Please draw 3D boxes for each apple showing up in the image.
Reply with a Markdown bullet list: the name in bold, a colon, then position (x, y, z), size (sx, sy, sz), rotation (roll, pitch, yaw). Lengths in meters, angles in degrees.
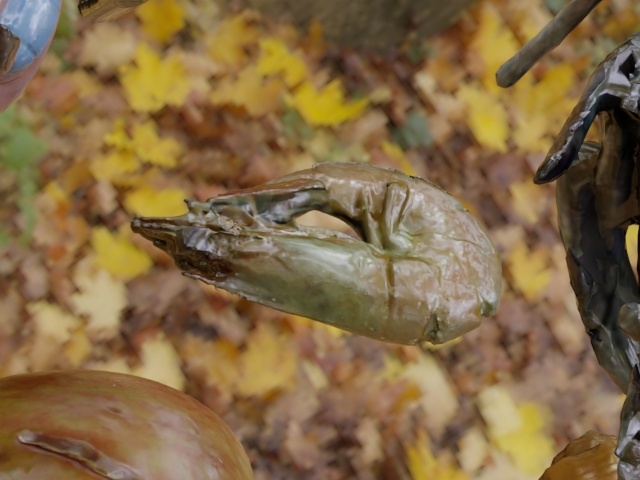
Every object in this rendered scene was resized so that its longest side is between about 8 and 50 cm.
- **apple**: position (-0.158, 0.197, 1.067), size (0.264, 0.264, 0.264), rotation (33, 39, -32)

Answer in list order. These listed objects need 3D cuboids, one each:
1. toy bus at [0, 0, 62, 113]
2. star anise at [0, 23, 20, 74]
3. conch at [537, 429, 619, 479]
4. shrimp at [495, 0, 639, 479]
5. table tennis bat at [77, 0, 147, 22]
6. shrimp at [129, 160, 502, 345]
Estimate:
- **toy bus**: position (-0.311, -0.193, 1.413), size (0.294, 0.231, 0.197), rotation (47, 60, -46)
- **star anise**: position (-0.236, -0.157, 1.007), size (0.214, 0.099, 0.220), rotation (38, 78, -27)
- **conch**: position (0.148, 0.179, 0.846), size (0.330, 0.109, 0.093), rotation (-99, 180, -57)
- **shrimp**: position (0.162, -0.051, 0.606), size (0.411, 0.221, 0.166), rotation (-67, 151, -26)
- **table tennis bat**: position (-0.091, -0.132, 1.010), size (0.138, 0.246, 0.022), rotation (-2, 93, -15)
- **shrimp**: position (-0.001, 0.000, 1.362), size (0.267, 0.061, 0.145), rotation (4, 59, -9)
